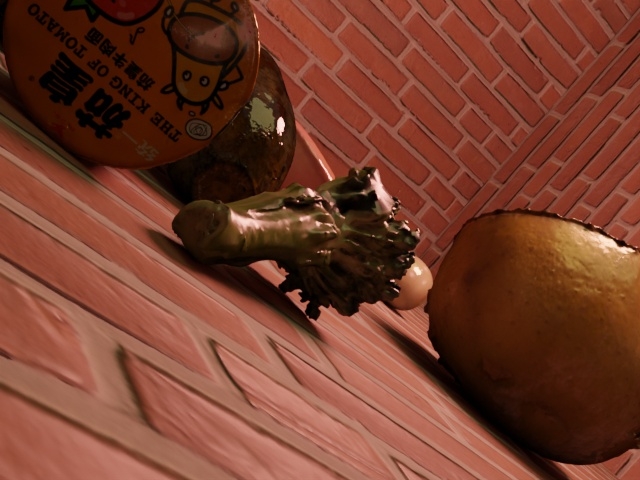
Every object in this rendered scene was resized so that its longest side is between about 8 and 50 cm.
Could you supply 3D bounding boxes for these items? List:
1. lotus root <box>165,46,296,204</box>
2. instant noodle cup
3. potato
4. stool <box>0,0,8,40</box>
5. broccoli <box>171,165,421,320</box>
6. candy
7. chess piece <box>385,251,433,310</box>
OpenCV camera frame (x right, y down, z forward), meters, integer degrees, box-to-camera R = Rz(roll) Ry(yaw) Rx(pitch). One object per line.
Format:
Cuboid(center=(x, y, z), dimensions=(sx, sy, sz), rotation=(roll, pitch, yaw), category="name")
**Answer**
Cuboid(center=(-0.104, -0.136, 1.128), dimensions=(0.274, 0.152, 0.160), rotation=(-92, 163, -48), category="lotus root")
Cuboid(center=(-0.172, -0.171, 0.877), dimensions=(0.216, 0.215, 0.172), rotation=(40, -5, -9), category="instant noodle cup")
Cuboid(center=(0.364, 0.192, 1.539), dimensions=(0.442, 0.319, 0.385), rotation=(32, -35, -13), category="potato")
Cuboid(center=(-0.338, -0.280, 1.042), dimensions=(0.139, 0.228, 0.153), rotation=(-94, -179, -57), category="stool")
Cuboid(center=(-0.030, 0.000, 0.904), dimensions=(0.304, 0.165, 0.145), rotation=(8, 63, -59), category="broccoli")
Cuboid(center=(-0.039, -0.078, 1.404), dimensions=(0.255, 0.094, 0.255), rotation=(58, -7, 11), category="candy")
Cuboid(center=(0.119, 0.019, 1.996), dimensions=(0.299, 0.167, 0.167), rotation=(47, 6, 23), category="chess piece")
